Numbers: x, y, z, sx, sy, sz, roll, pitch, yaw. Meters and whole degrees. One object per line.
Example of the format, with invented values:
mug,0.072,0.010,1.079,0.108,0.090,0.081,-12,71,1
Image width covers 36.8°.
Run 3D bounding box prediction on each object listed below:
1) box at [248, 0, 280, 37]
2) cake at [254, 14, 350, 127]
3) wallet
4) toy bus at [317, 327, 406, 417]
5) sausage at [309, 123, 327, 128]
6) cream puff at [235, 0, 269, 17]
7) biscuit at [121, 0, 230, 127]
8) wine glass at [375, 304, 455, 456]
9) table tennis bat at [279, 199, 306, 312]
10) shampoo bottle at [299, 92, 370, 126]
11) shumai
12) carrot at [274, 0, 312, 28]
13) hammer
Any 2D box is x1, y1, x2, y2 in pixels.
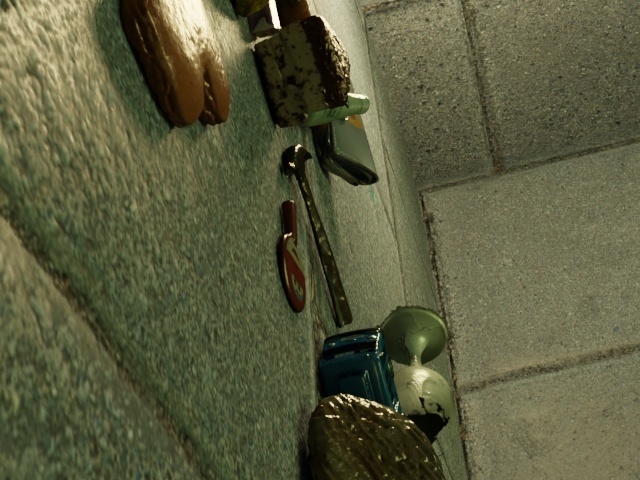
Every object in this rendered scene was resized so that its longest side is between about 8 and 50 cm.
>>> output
box,-0.087,-0.346,1.351,0.050,0.036,0.117,-25,102,-79
cake,-0.023,-0.275,1.409,0.246,0.112,0.135,-85,157,-61
wallet,0.028,-0.218,1.746,0.170,0.069,0.230,29,42,-53
toy bus,0.060,0.218,1.278,0.106,0.090,0.184,-58,134,-74
sausage,-0.019,-0.249,1.593,0.039,0.041,0.131,-54,133,-54
cream puff,-0.087,-0.336,1.273,0.083,0.058,0.083,34,45,-78
biscuit,-0.126,-0.173,0.909,0.192,0.036,0.186,-86,162,-57
wine glass,0.166,0.255,1.706,0.321,0.144,0.143,-83,158,-58
table tennis bat,-0.037,0.018,1.219,0.098,0.019,0.154,61,21,-57
shampoo bottle,0.023,-0.221,1.577,0.191,0.041,0.069,-15,126,-59
shumai,0.057,0.286,1.094,0.209,0.161,0.152,48,-39,31
carrot,-0.038,-0.355,1.590,0.186,0.060,0.060,69,12,-50
hammer,-0.001,0.000,1.410,0.125,0.027,0.297,-71,147,-63
